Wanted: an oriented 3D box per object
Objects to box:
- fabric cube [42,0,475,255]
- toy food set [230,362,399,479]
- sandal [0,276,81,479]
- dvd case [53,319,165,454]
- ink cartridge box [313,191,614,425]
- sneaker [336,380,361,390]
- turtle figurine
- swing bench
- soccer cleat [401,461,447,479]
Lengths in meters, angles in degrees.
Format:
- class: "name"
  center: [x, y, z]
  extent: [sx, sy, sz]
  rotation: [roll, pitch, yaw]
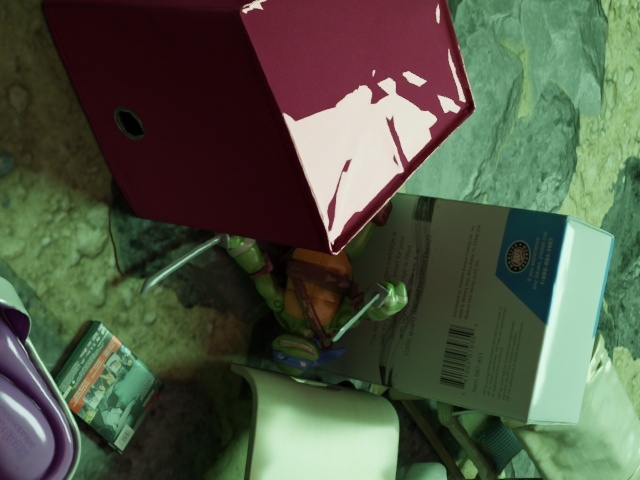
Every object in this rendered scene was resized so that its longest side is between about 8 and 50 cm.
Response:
- class: "fabric cube"
  center: [-0.051, -0.169, 1.162]
  extent: [0.259, 0.258, 0.254]
  rotation: [-44, 129, -34]
- class: "toy food set"
  center: [-0.030, 0.298, 1.331]
  extent: [0.220, 0.092, 0.306]
  rotation: [19, 71, -42]
- class: "sandal"
  center: [-0.312, 0.084, 1.029]
  extent: [0.169, 0.102, 0.416]
  rotation: [-56, 134, -26]
- class: "dvd case"
  center: [-0.212, 0.148, 1.228]
  extent: [0.119, 0.013, 0.087]
  rotation: [51, 60, -40]
- class: "ink cartridge box"
  center: [0.153, 0.070, 1.411]
  extent: [0.129, 0.307, 0.223]
  rotation: [13, 87, -52]
- class: "sneaker"
  center: [0.010, 0.199, 1.463]
  extent: [0.170, 0.063, 0.074]
  rotation: [28, 70, -47]
- class: "turtle figurine"
  center: [0.000, 0.000, 1.306]
  extent: [0.275, 0.198, 0.266]
  rotation: [38, 64, -50]
- class: "swing bench"
  center: [0.271, 0.235, 1.621]
  extent: [0.165, 0.255, 0.253]
  rotation: [-57, 134, -25]
- class: "soccer cleat"
  center: [0.153, 0.442, 1.641]
  extent: [0.143, 0.116, 0.331]
  rotation: [-68, 157, -55]
